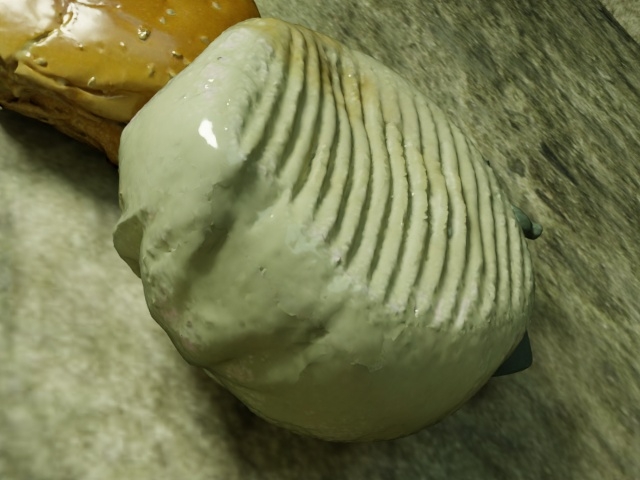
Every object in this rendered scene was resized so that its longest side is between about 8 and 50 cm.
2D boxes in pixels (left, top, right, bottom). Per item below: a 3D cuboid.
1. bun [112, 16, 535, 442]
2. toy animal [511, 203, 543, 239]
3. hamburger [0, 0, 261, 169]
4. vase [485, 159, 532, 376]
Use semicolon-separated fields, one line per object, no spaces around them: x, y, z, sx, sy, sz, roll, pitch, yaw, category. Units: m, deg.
0.000;0.000;0.613;0.365;0.219;0.365;27;44;-29;bun
0.133;0.001;0.852;0.236;0.108;0.138;3;20;-22;toy animal
-0.204;-0.206;0.725;0.289;0.170;0.314;22;39;-11;hamburger
0.159;0.027;0.756;0.086;0.086;0.214;-8;89;-45;vase
